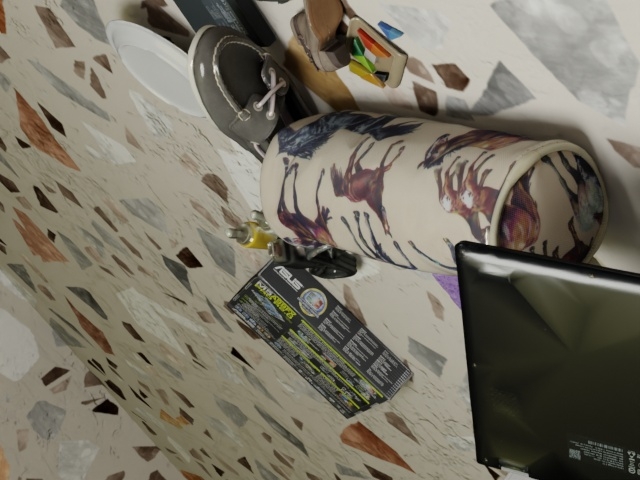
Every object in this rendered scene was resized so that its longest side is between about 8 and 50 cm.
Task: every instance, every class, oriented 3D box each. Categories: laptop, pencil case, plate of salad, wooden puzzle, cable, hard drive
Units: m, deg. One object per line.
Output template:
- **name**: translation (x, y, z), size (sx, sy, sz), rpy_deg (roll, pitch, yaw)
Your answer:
- **laptop**: translation (0.362, 0.143, 1.350), size (0.382, 0.236, 0.407), rpy_deg (11, 128, 29)
- **pencil case**: translation (0.108, -0.038, 1.514), size (0.410, 0.160, 0.183), rpy_deg (14, 133, 50)
- **plate of salad**: translation (-0.188, -0.222, 1.836), size (0.200, 0.048, 0.200), rpy_deg (31, 164, 10)
- **wooden puzzle**: translation (0.056, -0.195, 1.509), size (0.079, 0.014, 0.116), rpy_deg (36, 157, 18)
- **cable**: translation (0.000, 0.000, 1.826), size (0.140, 0.072, 0.287), rpy_deg (-11, 171, 22)
- **hard drive**: translation (-0.117, -0.265, 1.666), size (0.135, 0.022, 0.094), rpy_deg (9, 141, 54)

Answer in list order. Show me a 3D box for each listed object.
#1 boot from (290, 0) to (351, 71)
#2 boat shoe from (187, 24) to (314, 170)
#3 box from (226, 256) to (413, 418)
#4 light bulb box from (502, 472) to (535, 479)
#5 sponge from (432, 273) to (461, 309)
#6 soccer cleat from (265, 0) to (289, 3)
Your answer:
- **boot**: translation (-0.008, -0.231, 1.524), size (0.087, 0.042, 0.118), rpy_deg (30, 144, 59)
- **boat shoe**: translation (-0.045, -0.137, 1.664), size (0.096, 0.112, 0.335), rpy_deg (9, 154, 27)
- **box**: translation (-0.006, 0.148, 2.181), size (0.270, 0.060, 0.216), rpy_deg (43, 157, -1)
- **light bulb box**: translation (0.393, 0.497, 1.909), size (0.358, 0.225, 0.361), rpy_deg (29, 155, 29)
- **sponge**: translation (0.233, 0.105, 1.729), size (0.210, 0.031, 0.117), rpy_deg (49, 158, -14)
- **soccer cleat**: translation (-0.127, -0.354, 1.421), size (0.318, 0.108, 0.116), rpy_deg (39, 154, 16)
